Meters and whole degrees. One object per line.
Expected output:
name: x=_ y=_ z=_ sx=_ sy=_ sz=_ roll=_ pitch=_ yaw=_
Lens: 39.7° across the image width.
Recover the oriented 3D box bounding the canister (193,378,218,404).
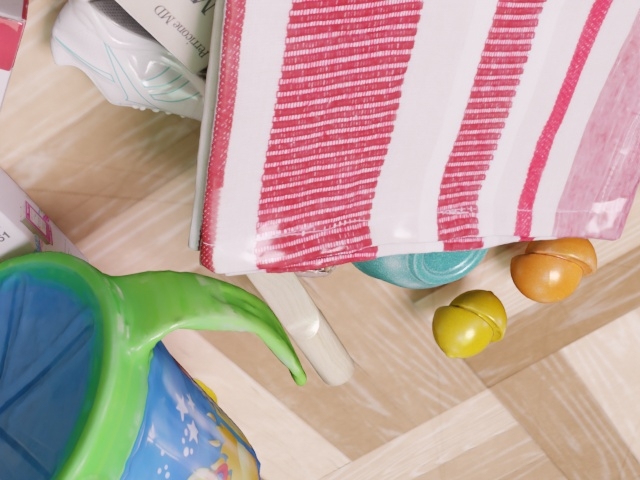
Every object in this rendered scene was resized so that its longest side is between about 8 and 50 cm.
canister: x=-0.141 y=0.221 z=0.776 sx=0.126 sy=0.170 sz=0.073 roll=-31 pitch=131 yaw=13

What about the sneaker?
sneaker: x=-0.106 y=-0.110 z=0.585 sx=0.152 sy=0.053 sz=0.061 roll=32 pitch=126 yaw=-27

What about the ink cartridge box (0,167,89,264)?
ink cartridge box: x=-0.242 y=0.010 z=0.647 sx=0.089 sy=0.052 sz=0.122 roll=-26 pitch=130 yaw=9

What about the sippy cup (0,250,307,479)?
sippy cup: x=-0.162 y=0.161 z=0.616 sx=0.306 sy=0.240 sz=0.224 roll=-9 pitch=144 yaw=30

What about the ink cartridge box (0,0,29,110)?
ink cartridge box: x=-0.216 y=-0.102 z=0.525 sx=0.056 sy=0.099 sz=0.135 roll=13 pitch=125 yaw=-24

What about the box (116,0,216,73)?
box: x=0.001 y=-0.218 z=0.472 sx=0.275 sy=0.094 sz=0.113 roll=-33 pitch=144 yaw=14

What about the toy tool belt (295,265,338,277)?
toy tool belt: x=0.000 y=0.000 z=0.702 sx=0.083 sy=0.052 sz=0.051 roll=-10 pitch=140 yaw=-6

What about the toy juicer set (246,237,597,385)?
toy juicer set: x=0.081 y=0.011 z=0.701 sx=0.329 sy=0.089 sz=0.209 roll=-17 pitch=132 yaw=-15

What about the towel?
towel: x=0.092 y=-0.089 z=0.539 sx=0.329 sy=0.037 sz=0.237 roll=-5 pitch=127 yaw=-23
